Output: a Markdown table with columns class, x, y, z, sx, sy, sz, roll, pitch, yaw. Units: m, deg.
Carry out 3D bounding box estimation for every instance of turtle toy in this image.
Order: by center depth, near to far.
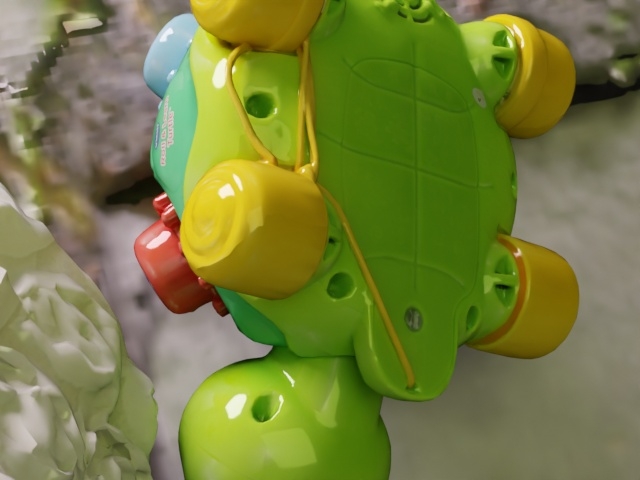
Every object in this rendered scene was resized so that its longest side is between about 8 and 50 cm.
| class | x | y | z | sx | sy | sz | roll | pitch | yaw |
| --- | --- | --- | --- | --- | --- | --- | --- | --- | --- |
| turtle toy | 0.000 | 0.000 | 0.399 | 0.095 | 0.066 | 0.130 | 16 | 68 | -39 |

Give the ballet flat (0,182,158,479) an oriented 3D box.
| class | x | y | z | sx | sy | sz | roll | pitch | yaw |
| --- | --- | --- | --- | --- | --- | --- | --- | --- | --- |
| ballet flat | -0.103 | 0.153 | 0.283 | 0.147 | 0.147 | 0.409 | 19 | 68 | -11 |
